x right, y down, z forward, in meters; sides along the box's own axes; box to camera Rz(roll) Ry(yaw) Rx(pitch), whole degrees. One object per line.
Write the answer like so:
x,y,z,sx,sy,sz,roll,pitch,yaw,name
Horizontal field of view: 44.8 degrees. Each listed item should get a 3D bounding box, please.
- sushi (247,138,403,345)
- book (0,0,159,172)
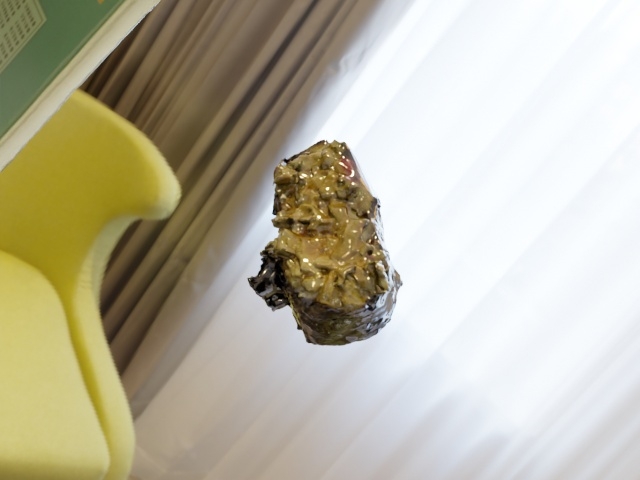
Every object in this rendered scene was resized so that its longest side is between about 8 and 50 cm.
0.000,0.000,0.813,0.115,0.147,0.212,61,20,-54,sushi
-0.303,-0.161,0.708,0.031,0.379,0.264,33,21,-47,book
